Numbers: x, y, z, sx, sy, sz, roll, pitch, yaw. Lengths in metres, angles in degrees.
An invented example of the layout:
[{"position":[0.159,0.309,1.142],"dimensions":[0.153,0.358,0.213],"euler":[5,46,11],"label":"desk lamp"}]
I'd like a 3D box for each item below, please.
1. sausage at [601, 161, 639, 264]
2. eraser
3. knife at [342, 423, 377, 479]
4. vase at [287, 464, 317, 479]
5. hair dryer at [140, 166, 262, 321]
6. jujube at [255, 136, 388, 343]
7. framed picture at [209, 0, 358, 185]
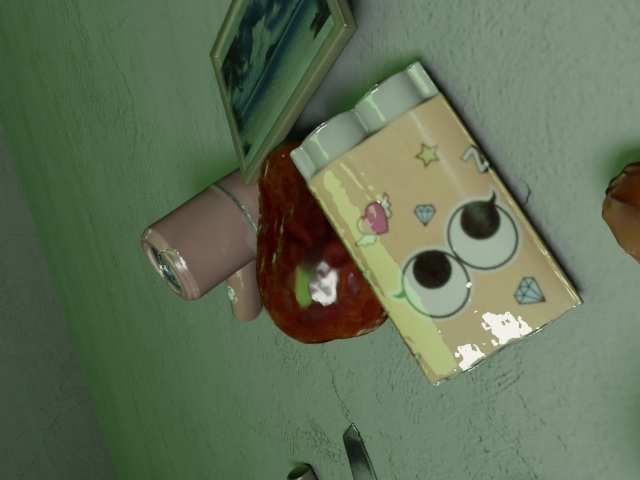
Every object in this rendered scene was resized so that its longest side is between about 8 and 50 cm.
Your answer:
[{"position":[0.373,0.030,0.363],"dimensions":[0.419,0.094,0.094],"euler":[24,132,44],"label":"sausage"},{"position":[0.112,-0.017,0.652],"dimensions":[0.171,0.087,0.291],"euler":[-33,80,12],"label":"eraser"},{"position":[0.078,0.414,1.069],"dimensions":[0.060,0.028,0.231],"euler":[-4,105,41],"label":"knife"},{"position":[-0.021,0.494,1.222],"dimensions":[0.053,0.053,0.101],"euler":[-17,102,56],"label":"vase"},{"position":[-0.142,0.051,0.996],"dimensions":[0.125,0.210,0.352],"euler":[40,153,25],"label":"hair dryer"},{"position":[0.000,0.000,0.782],"dimensions":[0.190,0.190,0.255],"euler":[-31,75,56],"label":"jujube"},{"position":[-0.064,-0.246,0.784],"dimensions":[0.315,0.024,0.232],"euler":[-48,53,53],"label":"framed picture"}]
